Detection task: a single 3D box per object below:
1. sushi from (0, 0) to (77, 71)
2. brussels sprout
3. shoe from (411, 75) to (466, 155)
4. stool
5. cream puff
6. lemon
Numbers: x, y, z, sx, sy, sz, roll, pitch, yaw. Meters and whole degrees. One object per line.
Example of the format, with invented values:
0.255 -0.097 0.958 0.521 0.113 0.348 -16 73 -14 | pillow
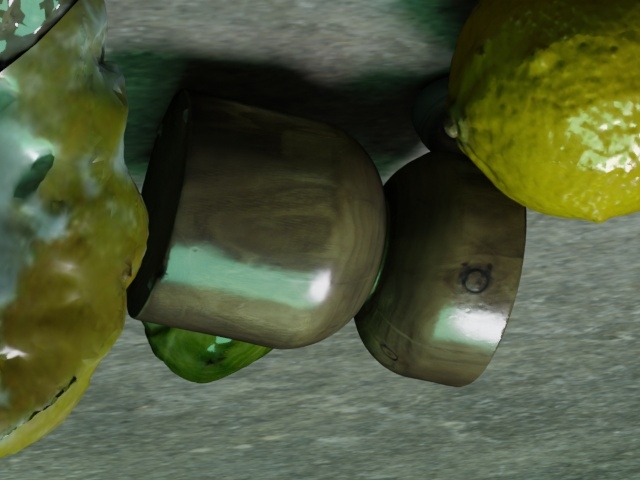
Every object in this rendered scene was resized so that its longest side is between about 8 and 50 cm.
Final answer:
-0.252 -0.247 0.817 0.328 0.285 0.328 -4 130 -25 | sushi
-0.084 0.046 1.542 0.145 0.131 0.183 -11 157 -14 | brussels sprout
0.200 -0.086 1.448 0.251 0.100 0.103 -5 154 -5 | shoe
0.000 0.000 1.383 0.264 0.179 0.179 12 146 -14 | stool
-0.279 -0.036 1.097 0.378 0.378 0.275 16 170 -41 | cream puff
0.195 -0.109 1.304 0.231 0.192 0.192 -19 153 -8 | lemon
